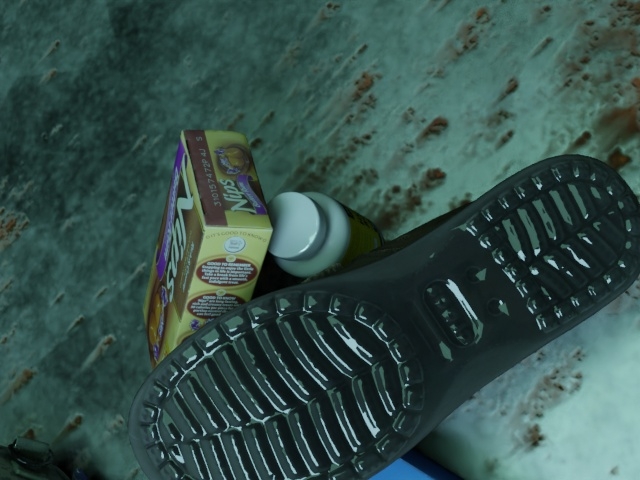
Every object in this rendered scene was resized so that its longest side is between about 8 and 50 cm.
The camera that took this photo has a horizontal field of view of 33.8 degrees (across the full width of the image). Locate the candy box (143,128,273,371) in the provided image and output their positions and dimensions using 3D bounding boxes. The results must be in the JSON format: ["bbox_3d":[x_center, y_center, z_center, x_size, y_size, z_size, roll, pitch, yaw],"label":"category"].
[{"bbox_3d":[-0.088,0.024,0.780,0.109,0.053,0.187,-108,27,-45],"label":"candy box"}]

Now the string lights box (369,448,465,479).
[{"bbox_3d":[0.024,0.204,0.753,0.259,0.076,0.133,28,91,26],"label":"string lights box"}]

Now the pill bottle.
[{"bbox_3d":[0.000,0.000,0.784,0.065,0.116,0.065,-5,78,22],"label":"pill bottle"}]

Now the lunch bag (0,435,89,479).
[{"bbox_3d":[-0.293,0.326,0.793,0.305,0.212,0.256,-49,33,8],"label":"lunch bag"}]

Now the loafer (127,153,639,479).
[{"bbox_3d":[0.047,0.072,0.717,0.365,0.130,0.134,-26,86,-2],"label":"loafer"}]
